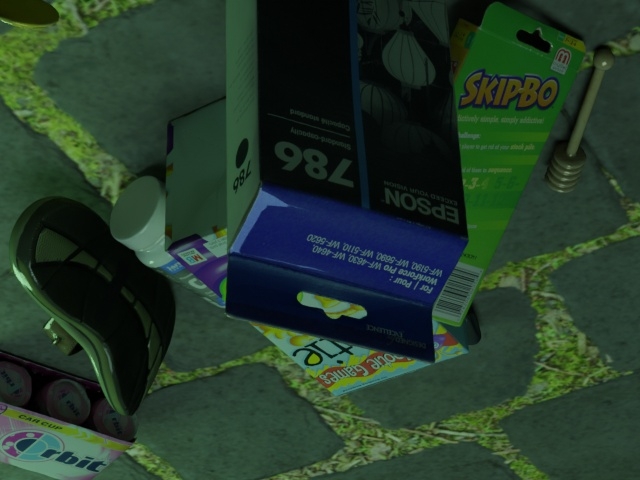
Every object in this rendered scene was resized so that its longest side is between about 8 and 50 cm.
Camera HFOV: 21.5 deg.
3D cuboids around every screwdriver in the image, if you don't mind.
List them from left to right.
[{"bbox_3d":[0.130,0.052,1.647,0.024,0.025,0.170,-13,143,13],"label":"screwdriver"}]

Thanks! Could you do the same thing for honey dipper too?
[{"bbox_3d":[0.226,-0.103,1.442,0.030,0.030,0.161,3,141,-9],"label":"honey dipper"}]

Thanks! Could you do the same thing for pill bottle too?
[{"bbox_3d":[-0.118,0.000,1.512,0.078,0.078,0.137,-29,137,30],"label":"pill bottle"}]

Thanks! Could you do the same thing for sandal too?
[{"bbox_3d":[-0.218,0.054,1.572,0.086,0.120,0.303,12,149,28],"label":"sandal"}]

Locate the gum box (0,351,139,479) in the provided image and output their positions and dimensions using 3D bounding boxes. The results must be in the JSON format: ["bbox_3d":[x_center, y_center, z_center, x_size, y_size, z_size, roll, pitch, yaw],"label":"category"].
[{"bbox_3d":[-0.292,0.189,1.765,0.188,0.062,0.107,23,136,-31],"label":"gum box"}]

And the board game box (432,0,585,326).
[{"bbox_3d":[0.118,-0.061,1.367,0.124,0.039,0.259,17,104,-41],"label":"board game box"}]

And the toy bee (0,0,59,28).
[{"bbox_3d":[-0.293,-0.194,1.170,0.195,0.162,0.298,-3,144,3],"label":"toy bee"}]

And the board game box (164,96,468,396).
[{"bbox_3d":[0.000,0.000,1.466,0.142,0.144,0.275,-21,139,24],"label":"board game box"}]

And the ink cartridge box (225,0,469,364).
[{"bbox_3d":[0.016,-0.082,1.199,0.165,0.333,0.065,14,143,-23],"label":"ink cartridge box"}]
